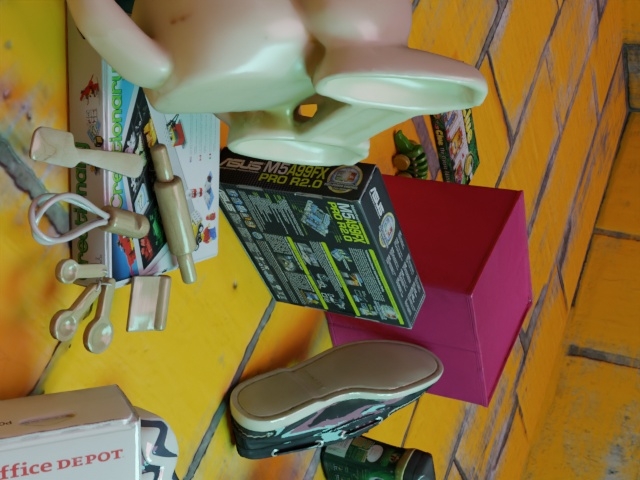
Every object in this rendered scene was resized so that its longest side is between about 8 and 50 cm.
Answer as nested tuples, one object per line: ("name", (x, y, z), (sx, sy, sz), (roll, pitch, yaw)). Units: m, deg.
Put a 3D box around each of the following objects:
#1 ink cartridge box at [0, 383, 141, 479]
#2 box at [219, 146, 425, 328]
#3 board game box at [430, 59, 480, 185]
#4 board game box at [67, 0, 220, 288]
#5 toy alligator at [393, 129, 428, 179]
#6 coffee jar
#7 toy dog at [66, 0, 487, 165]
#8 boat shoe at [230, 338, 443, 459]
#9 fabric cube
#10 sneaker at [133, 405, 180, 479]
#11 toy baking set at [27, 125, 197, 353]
("ink cartridge box", (-0.250, 0.255, 0.856), (0.159, 0.092, 0.217), (-5, 107, -25))
("box", (0.000, 0.000, 1.187), (0.060, 0.216, 0.270), (-64, 148, -29))
("board game box", (0.266, -0.209, 1.829), (0.136, 0.030, 0.259), (-62, 147, -36))
("board game box", (-0.180, -0.116, 0.984), (0.193, 0.053, 0.305), (-19, 115, -58))
("toy alligator", (0.169, -0.113, 1.647), (0.056, 0.051, 0.189), (-54, 143, -40))
("coffee jar", (0.100, 0.375, 1.526), (0.079, 0.184, 0.096), (-52, 142, -42))
("toy dog", (-0.052, -0.307, 0.911), (0.395, 0.284, 0.407), (3, 77, -21))
("boat shoe", (0.025, 0.236, 1.327), (0.340, 0.127, 0.113), (-14, 128, -35))
("fabric cube", (0.177, 0.074, 1.502), (0.254, 0.258, 0.259), (-56, 144, -41))
("sneaker", (-0.211, 0.316, 1.025), (0.153, 0.094, 0.235), (-43, 140, -41))
("toy baking set", (-0.195, -0.005, 0.903), (0.197, 0.030, 0.256), (-38, 130, -48))
